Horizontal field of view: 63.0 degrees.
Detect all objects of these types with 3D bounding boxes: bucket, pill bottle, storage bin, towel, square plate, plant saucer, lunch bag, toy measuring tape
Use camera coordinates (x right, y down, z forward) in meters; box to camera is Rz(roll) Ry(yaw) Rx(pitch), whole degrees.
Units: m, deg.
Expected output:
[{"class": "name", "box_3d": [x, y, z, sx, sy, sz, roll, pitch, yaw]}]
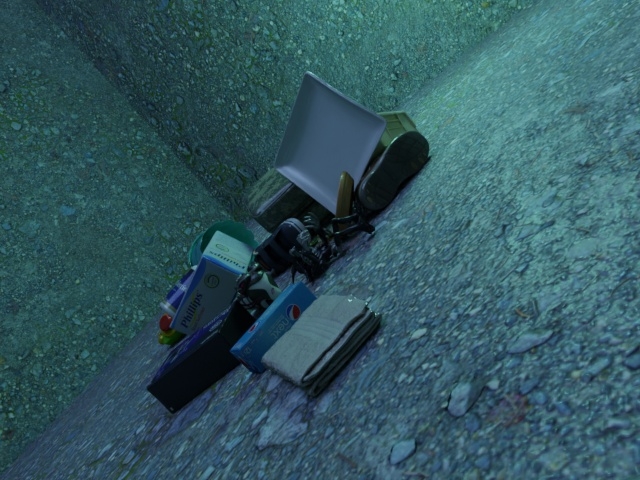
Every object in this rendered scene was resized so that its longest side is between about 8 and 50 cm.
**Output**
[{"class": "bucket", "box_3d": [-0.418, 0.066, 2.243, 0.183, 0.281, 0.281, -33, 13, 51]}, {"class": "pill bottle", "box_3d": [-0.461, 0.190, 1.962, 0.265, 0.153, 0.153, -51, 13, -16]}, {"class": "storage bin", "box_3d": [0.169, -0.294, 1.730, 0.260, 0.123, 0.262, -22, -15, -49]}, {"class": "towel", "box_3d": [-0.010, 0.178, 0.950, 0.187, 0.049, 0.282, -44, 11, -19]}, {"class": "square plate", "box_3d": [0.024, -0.296, 1.638, 0.049, 0.344, 0.347, -17, -42, -49]}, {"class": "plant saucer", "box_3d": [0.071, -0.099, 1.508, 0.037, 0.200, 0.200, 6, 23, 7]}, {"class": "lunch bag", "box_3d": [-0.083, -0.139, 1.900, 0.305, 0.256, 0.212, -43, 37, 4]}, {"class": "toy measuring tape", "box_3d": [-0.553, 0.296, 2.111, 0.330, 0.121, 0.121, -46, 10, 14]}]

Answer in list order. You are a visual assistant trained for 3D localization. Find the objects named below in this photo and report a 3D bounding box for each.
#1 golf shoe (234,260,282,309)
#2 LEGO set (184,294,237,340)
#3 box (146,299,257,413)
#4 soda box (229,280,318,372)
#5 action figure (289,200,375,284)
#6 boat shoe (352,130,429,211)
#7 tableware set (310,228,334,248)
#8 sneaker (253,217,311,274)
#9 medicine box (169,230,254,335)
[{"class": "golf shoe", "box_3d": [-0.169, 0.159, 1.459, 0.105, 0.120, 0.273, -52, -9, -18]}, {"class": "LEGO set", "box_3d": [-0.410, 0.261, 1.980, 0.182, 0.060, 0.244, -31, 14, 30]}, {"class": "box", "box_3d": [-0.297, 0.296, 1.348, 0.261, 0.103, 0.184, -38, 14, 15]}, {"class": "soda box", "box_3d": [-0.097, 0.188, 1.146, 0.210, 0.071, 0.067, -47, 12, -28]}, {"class": "action figure", "box_3d": [0.000, 0.000, 1.375, 0.275, 0.141, 0.164, -37, 23, 17]}, {"class": "boat shoe", "box_3d": [0.200, -0.207, 1.546, 0.324, 0.123, 0.116, -45, 9, -25]}, {"class": "tableware set", "box_3d": [0.009, -0.007, 1.661, 0.104, 0.024, 0.154, -42, 11, -4]}, {"class": "sneaker", "box_3d": [-0.136, 0.035, 1.743, 0.127, 0.126, 0.321, -42, -1, -28]}, {"class": "medicine box", "box_3d": [-0.350, 0.147, 1.723, 0.264, 0.149, 0.289, -63, 10, 15]}]
